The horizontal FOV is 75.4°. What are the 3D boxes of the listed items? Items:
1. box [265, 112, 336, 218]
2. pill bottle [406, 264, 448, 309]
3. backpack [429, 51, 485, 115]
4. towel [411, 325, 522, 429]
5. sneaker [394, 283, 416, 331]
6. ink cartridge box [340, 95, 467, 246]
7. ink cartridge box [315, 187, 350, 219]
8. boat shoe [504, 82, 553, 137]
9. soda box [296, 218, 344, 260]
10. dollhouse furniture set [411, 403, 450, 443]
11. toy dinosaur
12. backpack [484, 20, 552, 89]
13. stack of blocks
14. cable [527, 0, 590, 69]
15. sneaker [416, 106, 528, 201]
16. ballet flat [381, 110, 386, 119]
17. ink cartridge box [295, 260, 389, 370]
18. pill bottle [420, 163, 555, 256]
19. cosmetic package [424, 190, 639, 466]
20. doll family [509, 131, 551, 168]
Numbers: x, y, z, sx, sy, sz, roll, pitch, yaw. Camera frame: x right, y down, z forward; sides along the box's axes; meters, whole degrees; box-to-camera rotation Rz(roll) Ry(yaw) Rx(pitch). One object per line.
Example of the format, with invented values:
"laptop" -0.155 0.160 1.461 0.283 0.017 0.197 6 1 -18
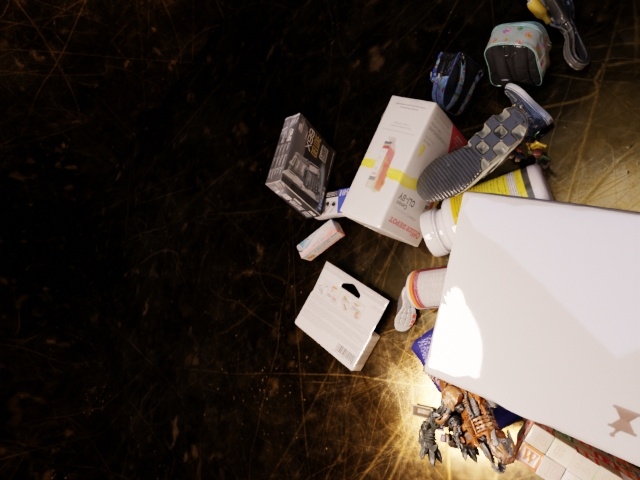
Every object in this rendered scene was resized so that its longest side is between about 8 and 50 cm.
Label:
"box" -0.063 -0.273 1.534 0.077 0.242 0.307 -8 57 36
"pill bottle" 0.367 0.131 1.183 0.221 0.121 0.121 -15 67 45
"backpack" 0.426 -0.499 1.336 0.117 0.158 0.173 31 108 47
"towel" 0.419 0.357 1.136 0.228 0.076 0.308 -42 57 16
"sneaker" 0.271 0.209 1.308 0.061 0.065 0.157 12 102 -1
"ink cartridge box" 0.265 -0.199 1.283 0.161 0.279 0.384 27 94 38
"ink cartridge box" 0.068 -0.139 1.561 0.207 0.046 0.097 -5 74 36
"boat shoe" 0.588 -0.384 1.224 0.083 0.065 0.183 -42 61 20
"soda box" 0.000 0.000 1.564 0.183 0.058 0.062 -38 57 22
"dollhouse furniture set" 0.300 0.514 1.168 0.115 0.081 0.090 -1 76 37
"toy dinosaur" 0.347 0.423 1.011 0.165 0.322 0.218 14 110 1
"backpack" 0.575 -0.551 1.208 0.166 0.189 0.144 23 91 40
"stack of blocks" 0.577 0.492 0.871 0.297 0.171 0.087 29 96 26
"cable" 0.709 -0.619 1.213 0.286 0.140 0.072 70 157 8
"sneaker" 0.425 -0.212 1.146 0.331 0.146 0.122 -36 71 26
"ballet flat" 0.268 -0.349 1.472 0.084 0.058 0.249 -28 64 46
"ink cartridge box" 0.078 0.253 1.425 0.296 0.066 0.260 32 96 38
"pill bottle" 0.461 -0.067 1.151 0.334 0.188 0.187 -20 65 31
"cosmetic package" 0.446 0.113 0.743 0.330 0.394 0.326 15 98 38
"doll family" 0.569 -0.274 1.180 0.193 0.111 0.075 26 93 39
